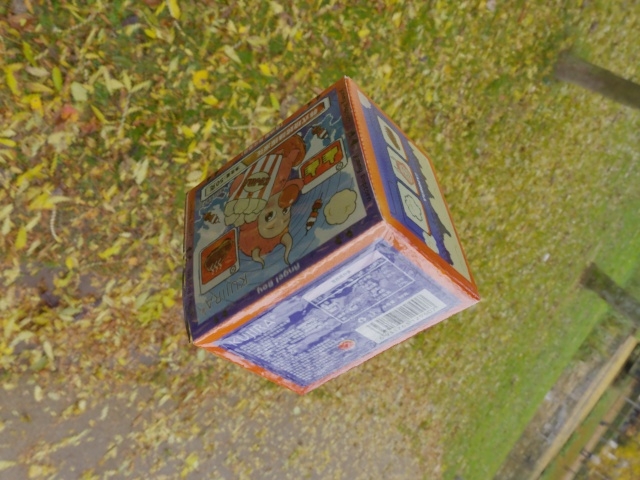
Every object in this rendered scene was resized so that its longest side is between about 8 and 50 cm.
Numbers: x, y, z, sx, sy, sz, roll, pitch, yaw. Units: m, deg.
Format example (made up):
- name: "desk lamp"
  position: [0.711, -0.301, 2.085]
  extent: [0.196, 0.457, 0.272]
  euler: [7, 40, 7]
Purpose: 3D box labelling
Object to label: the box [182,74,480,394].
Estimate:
- name: "box"
  position: [0.000, 0.000, 0.973]
  extent: [0.349, 0.318, 0.257]
  euler: [-33, 134, 26]
